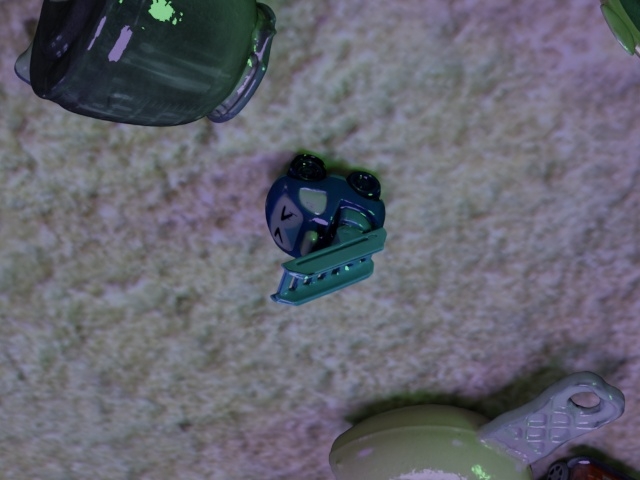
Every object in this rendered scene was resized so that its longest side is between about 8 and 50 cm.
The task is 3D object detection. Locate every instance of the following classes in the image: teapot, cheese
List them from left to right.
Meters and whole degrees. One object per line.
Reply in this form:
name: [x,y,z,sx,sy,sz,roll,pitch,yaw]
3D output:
teapot: [-0.087,-0.093,0.513,0.108,0.111,0.149,22,128,-31]
cheese: [0.121,0.177,0.757,0.249,0.071,0.163,-20,126,24]

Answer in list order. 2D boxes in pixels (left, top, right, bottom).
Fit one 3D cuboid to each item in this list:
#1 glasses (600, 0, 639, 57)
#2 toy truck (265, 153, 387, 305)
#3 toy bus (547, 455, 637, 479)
glasses: [0.245,-0.151,0.459,0.189,0.088,0.220,26,111,-14]
toy truck: [0.000,0.000,0.595,0.073,0.090,0.056,15,132,-5]
toy bus: [0.183,0.245,0.805,0.079,0.077,0.174,27,130,-16]
